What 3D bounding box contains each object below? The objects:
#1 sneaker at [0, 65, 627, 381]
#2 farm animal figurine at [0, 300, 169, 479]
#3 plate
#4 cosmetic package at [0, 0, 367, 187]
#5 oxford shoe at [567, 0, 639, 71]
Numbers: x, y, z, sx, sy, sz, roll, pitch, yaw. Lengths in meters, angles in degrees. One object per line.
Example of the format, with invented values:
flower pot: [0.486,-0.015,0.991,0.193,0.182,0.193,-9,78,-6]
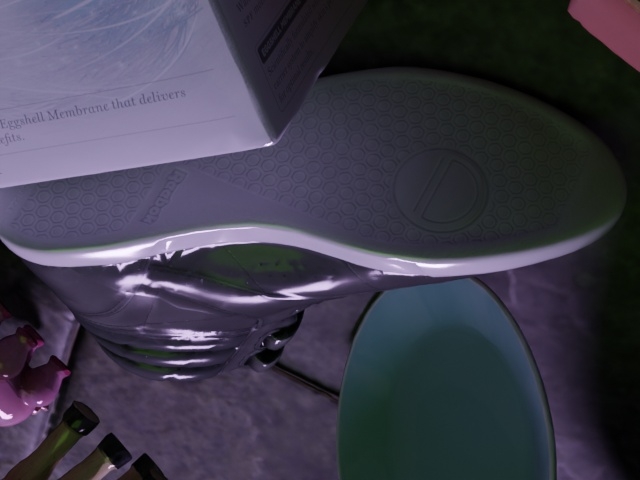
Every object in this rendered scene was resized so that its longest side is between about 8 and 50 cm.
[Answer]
sneaker: [0.000,0.000,0.811,0.296,0.104,0.147,-3,151,7]
farm animal figurine: [-0.243,0.083,0.823,0.330,0.172,0.327,46,175,1]
plate: [0.066,0.106,0.833,0.024,0.188,0.188,2,142,-31]
cosmetic package: [-0.133,-0.151,0.709,0.224,0.138,0.224,-7,122,28]
oxford shoe: [0.081,-0.180,0.584,0.348,0.123,0.130,30,152,-9]
